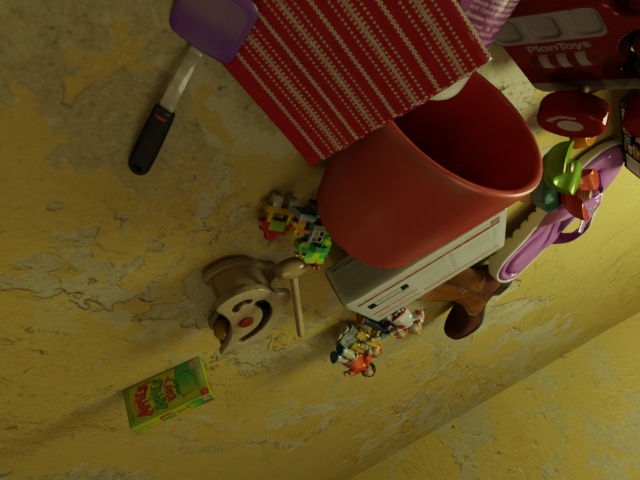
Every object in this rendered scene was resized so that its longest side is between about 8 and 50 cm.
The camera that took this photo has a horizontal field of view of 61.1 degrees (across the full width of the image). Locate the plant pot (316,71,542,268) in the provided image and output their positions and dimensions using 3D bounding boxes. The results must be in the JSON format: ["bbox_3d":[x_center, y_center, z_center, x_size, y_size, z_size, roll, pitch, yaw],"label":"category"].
[{"bbox_3d":[0.130,-0.102,0.790,0.274,0.275,0.243,-2,149,-32],"label":"plant pot"}]

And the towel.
[{"bbox_3d":[0.016,-0.204,0.580,0.274,0.031,0.199,-22,118,44],"label":"towel"}]

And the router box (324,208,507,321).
[{"bbox_3d":[0.204,0.034,1.091,0.335,0.082,0.301,-32,160,7],"label":"router box"}]

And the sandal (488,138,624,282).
[{"bbox_3d":[0.566,-0.041,1.253,0.169,0.102,0.416,9,126,-42],"label":"sandal"}]

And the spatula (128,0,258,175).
[{"bbox_3d":[-0.173,-0.178,0.644,0.084,0.030,0.296,30,127,-16],"label":"spatula"}]

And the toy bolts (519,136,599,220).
[{"bbox_3d":[0.440,-0.155,1.060,0.228,0.158,0.219,44,65,-45],"label":"toy bolts"}]

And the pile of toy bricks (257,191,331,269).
[{"bbox_3d":[0.000,0.000,0.923,0.212,0.118,0.105,9,113,-40],"label":"pile of toy bricks"}]

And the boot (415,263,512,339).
[{"bbox_3d":[0.334,0.159,1.393,0.280,0.096,0.264,7,134,-38],"label":"boot"}]

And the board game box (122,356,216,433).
[{"bbox_3d":[-0.329,0.336,1.181,0.181,0.092,0.043,-24,146,-5],"label":"board game box"}]

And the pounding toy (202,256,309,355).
[{"bbox_3d":[-0.129,0.133,0.991,0.154,0.155,0.270,-5,141,-35],"label":"pounding toy"}]

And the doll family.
[{"bbox_3d":[0.141,0.227,1.353,0.163,0.118,0.263,32,111,-33],"label":"doll family"}]

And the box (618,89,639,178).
[{"bbox_3d":[0.740,-0.291,1.053,0.322,0.079,0.257,-41,142,8],"label":"box"}]

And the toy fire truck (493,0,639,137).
[{"bbox_3d":[0.392,-0.258,0.721,0.253,0.302,0.170,21,85,-44],"label":"toy fire truck"}]

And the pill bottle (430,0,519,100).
[{"bbox_3d":[0.153,-0.318,0.572,0.169,0.169,0.302,-1,138,-33],"label":"pill bottle"}]
